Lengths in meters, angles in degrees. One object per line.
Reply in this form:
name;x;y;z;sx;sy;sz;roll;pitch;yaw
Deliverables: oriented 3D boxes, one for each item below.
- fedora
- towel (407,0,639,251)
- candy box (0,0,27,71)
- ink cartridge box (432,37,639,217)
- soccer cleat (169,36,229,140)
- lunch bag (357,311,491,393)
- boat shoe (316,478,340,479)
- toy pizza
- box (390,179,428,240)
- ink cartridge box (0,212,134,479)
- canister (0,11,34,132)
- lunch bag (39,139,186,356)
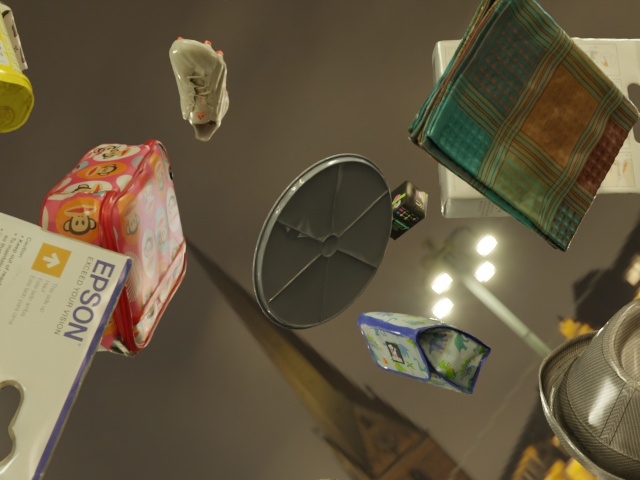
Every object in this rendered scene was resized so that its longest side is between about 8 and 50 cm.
fedora;0.356;0.136;1.171;0.275;0.243;0.124;-18;-46;-35
towel;0.313;-0.174;1.695;0.370;0.040;0.271;33;-96;-36
candy box;-0.525;-0.226;1.619;0.233;0.071;0.159;-48;-11;-21
ink cartridge box;0.394;-0.199;2.008;0.384;0.308;0.091;-1;-22;-1
soccer cleat;-0.154;-0.194;1.494;0.196;0.068;0.076;76;-154;-70
lunch bag;0.141;0.150;1.640;0.151;0.128;0.096;34;-105;-36
boat shoe;-0.046;0.410;1.712;0.302;0.098;0.109;7;-99;-58
toy pizza;0.000;0.000;1.238;0.201;0.032;0.201;-25;-52;-36
box;0.141;-0.053;2.038;0.083;0.052;0.062;-40;27;38
ink cartridge box;-0.338;0.110;0.797;0.071;0.330;0.324;106;-177;-65
canister;-0.404;-0.207;1.310;0.126;0.170;0.073;5;-49;-35
lunch bag;-0.268;0.021;1.555;0.293;0.120;0.258;-72;-22;-64
